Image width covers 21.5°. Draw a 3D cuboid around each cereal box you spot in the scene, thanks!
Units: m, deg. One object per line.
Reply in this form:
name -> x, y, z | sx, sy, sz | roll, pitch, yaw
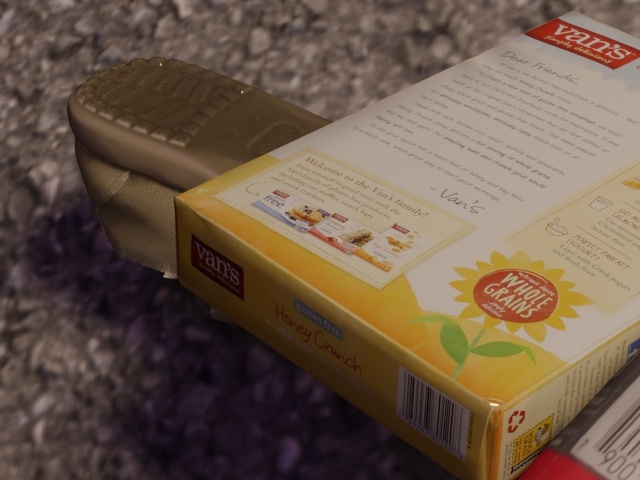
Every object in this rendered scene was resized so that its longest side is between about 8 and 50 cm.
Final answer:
cereal box -> 0.087, -0.010, 0.671 | 0.240, 0.047, 0.173 | -26, 42, -34

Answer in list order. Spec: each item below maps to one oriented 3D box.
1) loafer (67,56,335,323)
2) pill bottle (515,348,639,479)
loafer -> 0.000, 0.000, 0.770 | 0.268, 0.092, 0.102 | 28, 44, 26
pill bottle -> 0.215, 0.047, 0.547 | 0.318, 0.176, 0.176 | -45, 47, -5
